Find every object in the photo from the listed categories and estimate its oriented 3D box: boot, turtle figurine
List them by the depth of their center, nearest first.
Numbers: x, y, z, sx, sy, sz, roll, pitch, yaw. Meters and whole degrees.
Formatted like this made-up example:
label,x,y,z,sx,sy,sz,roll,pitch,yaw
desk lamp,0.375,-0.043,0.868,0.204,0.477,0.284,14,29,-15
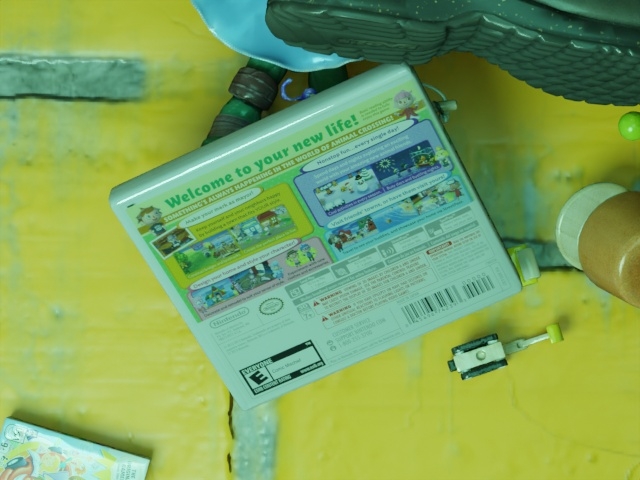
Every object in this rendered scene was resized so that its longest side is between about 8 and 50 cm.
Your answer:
label,x,y,z,sx,sy,sz,roll,pitch,yaw
boot,0.137,-0.210,1.192,0.338,0.118,0.223,10,78,-15
turtle figurine,-0.002,-0.155,1.319,0.175,0.118,0.234,11,83,5

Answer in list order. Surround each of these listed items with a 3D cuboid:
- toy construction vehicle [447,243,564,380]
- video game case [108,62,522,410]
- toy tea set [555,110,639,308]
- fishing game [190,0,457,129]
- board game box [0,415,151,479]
label,x,y,z,sx,sy,sz,roll,pitch,yaw
toy construction vehicle,0.109,0.049,1.356,0.098,0.035,0.086,-20,81,-1
video game case,0.000,0.000,1.286,0.212,0.023,0.193,-24,122,10
toy tea set,0.308,-0.085,1.344,0.336,0.124,0.200,-22,112,-4
fishing game,-0.004,-0.200,1.244,0.189,0.041,0.264,-3,93,-4
board game box,-0.186,0.208,1.337,0.103,0.026,0.154,16,86,-1
